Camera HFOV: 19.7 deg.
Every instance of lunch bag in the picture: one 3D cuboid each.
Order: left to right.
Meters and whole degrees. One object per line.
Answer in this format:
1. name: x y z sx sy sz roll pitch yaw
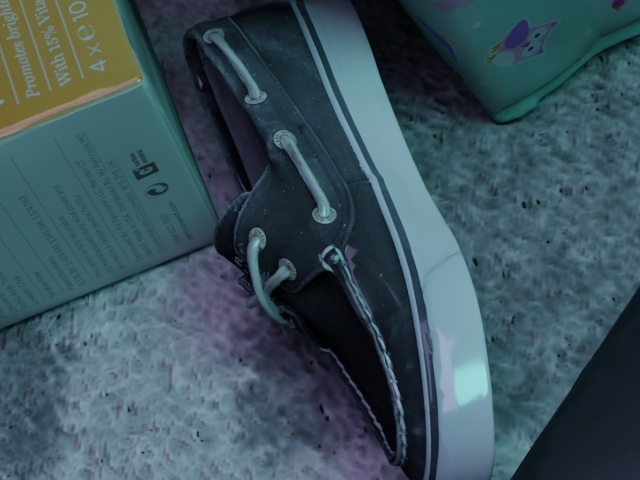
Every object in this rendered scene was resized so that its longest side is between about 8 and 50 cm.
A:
1. lunch bag: 0.055 -0.226 0.950 0.160 0.223 0.262 -34 62 4

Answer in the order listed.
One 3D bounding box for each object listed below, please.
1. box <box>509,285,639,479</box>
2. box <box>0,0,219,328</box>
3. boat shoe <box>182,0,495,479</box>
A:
1. box: 0.129 0.152 0.721 0.103 0.261 0.184 27 71 22
2. box: -0.257 -0.058 0.958 0.345 0.168 0.215 -22 61 -1
3. boat shoe: 0.000 0.000 0.901 0.102 0.108 0.301 -10 58 -14
